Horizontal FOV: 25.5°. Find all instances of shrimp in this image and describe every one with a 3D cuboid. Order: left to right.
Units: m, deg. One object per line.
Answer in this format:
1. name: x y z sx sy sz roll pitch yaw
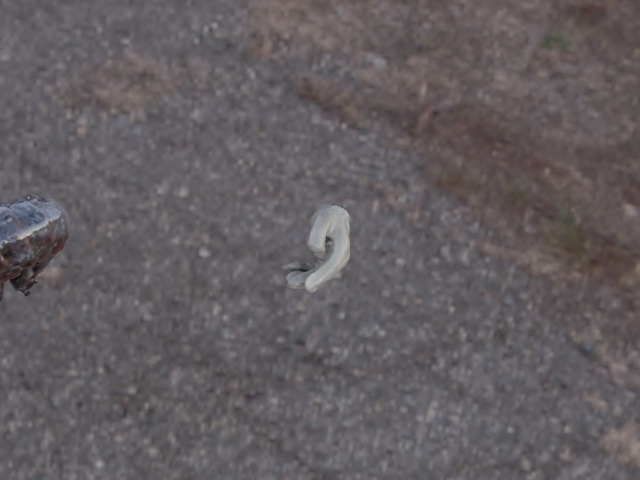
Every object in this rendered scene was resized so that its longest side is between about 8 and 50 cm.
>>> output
1. shrimp: -0.193 0.025 0.675 0.165 0.056 0.065 -26 -2 18

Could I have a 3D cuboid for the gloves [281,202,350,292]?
1. gloves: 0.002 0.001 0.844 0.037 0.044 0.081 15 51 21
